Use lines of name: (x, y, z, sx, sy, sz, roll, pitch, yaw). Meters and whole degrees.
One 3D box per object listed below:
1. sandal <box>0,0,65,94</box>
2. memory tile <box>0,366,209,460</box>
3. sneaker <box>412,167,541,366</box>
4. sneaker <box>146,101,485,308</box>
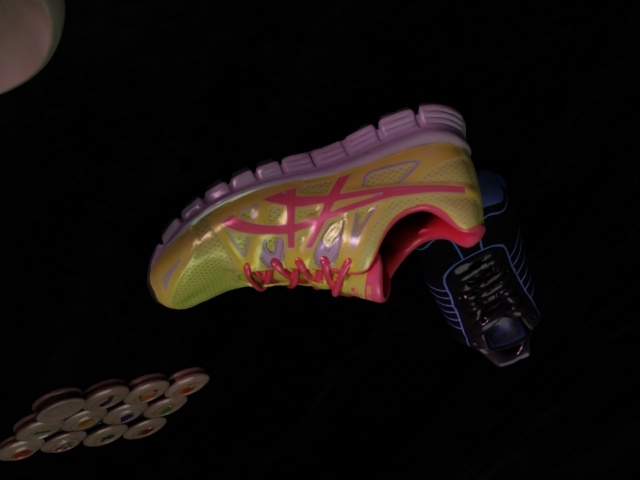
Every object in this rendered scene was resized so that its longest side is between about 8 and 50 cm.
sandal: (-0.229, -0.049, 0.482, 0.303, 0.086, 0.120, -11, 155, -18)
memory tile: (-0.162, 0.131, 1.100, 0.148, 0.012, 0.113, -5, 152, -40)
sneaker: (0.116, 0.024, 1.033, 0.081, 0.090, 0.232, -26, 159, 6)
sneaker: (0.000, 0.000, 0.846, 0.208, 0.094, 0.081, -24, 161, 4)
